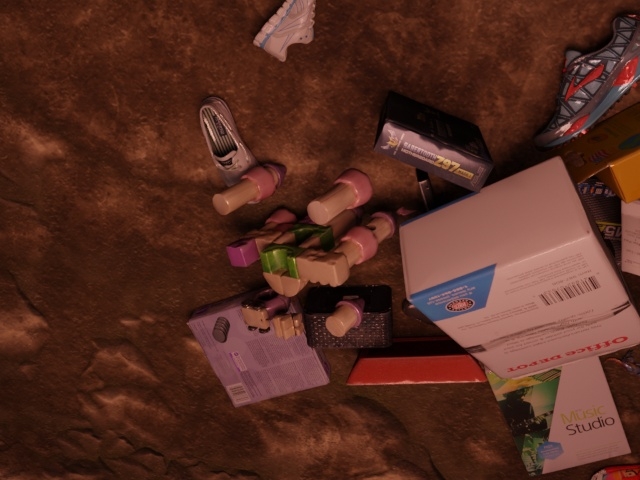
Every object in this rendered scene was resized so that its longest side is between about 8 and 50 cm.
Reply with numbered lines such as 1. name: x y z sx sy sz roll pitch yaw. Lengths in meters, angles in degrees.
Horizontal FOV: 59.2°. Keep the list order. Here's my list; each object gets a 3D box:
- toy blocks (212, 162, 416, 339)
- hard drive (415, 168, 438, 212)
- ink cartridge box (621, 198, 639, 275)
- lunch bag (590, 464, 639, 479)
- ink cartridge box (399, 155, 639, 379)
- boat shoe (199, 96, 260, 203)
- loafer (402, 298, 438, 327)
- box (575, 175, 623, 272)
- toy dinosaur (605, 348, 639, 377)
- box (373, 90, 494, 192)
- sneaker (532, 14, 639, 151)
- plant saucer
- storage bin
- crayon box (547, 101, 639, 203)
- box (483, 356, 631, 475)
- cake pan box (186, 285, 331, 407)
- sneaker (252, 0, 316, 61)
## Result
1. toy blocks: 0.000 0.000 1.081 0.289 0.260 0.308 7 120 35
2. hard drive: 0.214 -0.068 1.085 0.022 0.094 0.135 -17 110 13
3. ink cartridge box: 0.662 0.007 0.998 0.296 0.066 0.261 -20 112 -19
4. lunch bag: 0.786 0.613 1.295 0.293 0.120 0.258 -10 111 12
5. ink cartridge box: 0.360 0.076 0.985 0.285 0.166 0.395 -24 137 27
6. boat shoe: -0.182 -0.165 1.103 0.083 0.076 0.226 -21 109 16
7. loafer: 0.258 0.158 1.195 0.170 0.061 0.062 7 115 5
8. box: 0.509 -0.037 1.089 0.191 0.045 0.184 8 113 4
9. toy dinosaur: 0.679 0.273 1.217 0.090 0.047 0.082 -7 127 46
10. box: 0.189 -0.177 0.965 0.183 0.232 0.059 22 116 -1
11. sneaker: 0.458 -0.272 0.981 0.125 0.104 0.262 45 108 6
12. plant saucer: 0.191 0.237 1.149 0.259 0.258 0.047 -3 90 9
13. storage bin: 0.061 0.158 1.187 0.180 0.122 0.084 -3 113 8
14. crayon box: 0.566 -0.173 0.939 0.319 0.202 0.081 -28 107 19
15. box: 0.527 0.369 1.256 0.232 0.058 0.322 -22 108 15
16. cake pan box: -0.131 0.244 1.280 0.246 0.070 0.266 -19 109 17
17. sneaker: -0.032 -0.398 0.995 0.083 0.071 0.191 38 121 -16
